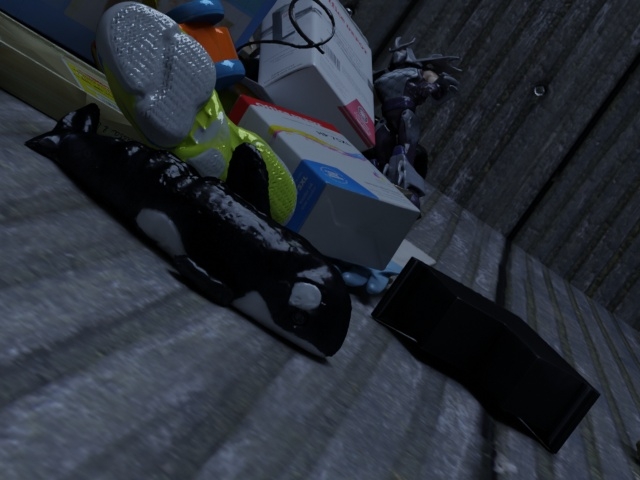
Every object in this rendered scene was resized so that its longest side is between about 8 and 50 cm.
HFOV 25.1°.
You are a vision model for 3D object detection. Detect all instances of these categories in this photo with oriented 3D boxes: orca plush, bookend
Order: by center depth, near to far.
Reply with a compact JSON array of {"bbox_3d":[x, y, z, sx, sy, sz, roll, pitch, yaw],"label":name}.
[{"bbox_3d":[-0.079,-0.034,1.102,0.287,0.102,0.151,39,9,25],"label":"orca plush"},{"bbox_3d":[0.153,0.106,1.350,0.156,0.072,0.157,29,11,-33],"label":"bookend"}]

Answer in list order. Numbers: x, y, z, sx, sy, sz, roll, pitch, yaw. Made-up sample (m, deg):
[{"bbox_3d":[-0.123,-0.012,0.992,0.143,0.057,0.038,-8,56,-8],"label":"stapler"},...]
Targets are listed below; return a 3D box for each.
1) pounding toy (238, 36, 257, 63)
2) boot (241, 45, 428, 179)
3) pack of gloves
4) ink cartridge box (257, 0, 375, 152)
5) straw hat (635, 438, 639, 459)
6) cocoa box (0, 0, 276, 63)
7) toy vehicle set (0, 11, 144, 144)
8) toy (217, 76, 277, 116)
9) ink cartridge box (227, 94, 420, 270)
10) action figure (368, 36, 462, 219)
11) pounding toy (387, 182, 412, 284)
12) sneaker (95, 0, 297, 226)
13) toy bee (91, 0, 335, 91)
[{"bbox_3d":[-0.152,-0.348,2.334,0.269,0.155,0.154,42,30,-59],"label":"pounding toy"},{"bbox_3d":[0.015,-0.153,2.093,0.260,0.131,0.348,38,8,17],"label":"boot"},{"bbox_3d":[0.000,0.000,1.513,0.195,0.046,0.232,36,18,14],"label":"pack of gloves"},{"bbox_3d":[-0.004,-0.226,1.896,0.158,0.092,0.218,51,27,-35],"label":"ink cartridge box"},{"bbox_3d":[0.389,0.231,1.610,0.061,0.144,0.144,-16,33,-21],"label":"straw hat"},{"bbox_3d":[-0.257,-0.348,1.746,0.347,0.231,0.228,29,11,-40],"label":"cocoa box"},{"bbox_3d":[-0.212,-0.129,1.354,0.267,0.035,0.166,31,9,-28],"label":"toy vehicle set"},{"bbox_3d":[-0.114,-0.164,1.856,0.137,0.056,0.237,49,-10,-37],"label":"toy"},{"bbox_3d":[-0.020,-0.071,1.469,0.134,0.078,0.231,15,23,-41],"label":"ink cartridge box"},{"bbox_3d":[0.104,-0.158,1.948,0.185,0.285,0.099,-18,-34,40],"label":"action figure"},{"bbox_3d":[0.046,-0.027,1.681,0.141,0.100,0.130,25,6,7],"label":"pounding toy"},{"bbox_3d":[-0.128,-0.093,1.229,0.126,0.091,0.240,-3,-51,54],"label":"sneaker"},{"bbox_3d":[-0.146,-0.195,1.646,0.298,0.195,0.162,10,-23,-35],"label":"toy bee"}]
